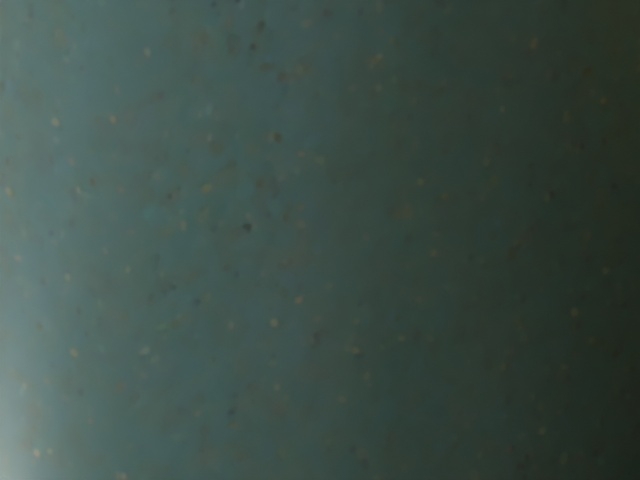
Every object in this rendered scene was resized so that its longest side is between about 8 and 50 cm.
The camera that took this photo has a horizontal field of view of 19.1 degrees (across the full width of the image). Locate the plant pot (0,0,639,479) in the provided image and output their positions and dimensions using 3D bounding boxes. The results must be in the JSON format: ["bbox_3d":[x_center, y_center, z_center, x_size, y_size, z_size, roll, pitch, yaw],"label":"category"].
[{"bbox_3d":[0.000,0.000,0.474,0.341,0.334,0.341,5,-160,-2],"label":"plant pot"}]
